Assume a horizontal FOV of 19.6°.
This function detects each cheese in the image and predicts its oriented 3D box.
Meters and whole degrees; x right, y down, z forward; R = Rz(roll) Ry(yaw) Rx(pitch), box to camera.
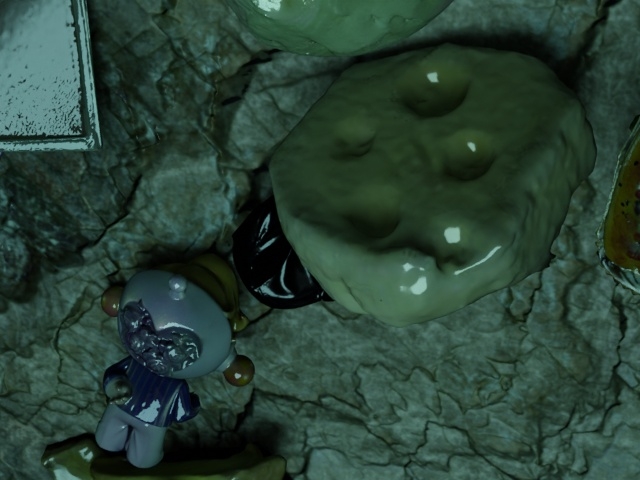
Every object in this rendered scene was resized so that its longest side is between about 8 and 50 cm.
[{"bbox_3d":[0.114,-0.063,1.843,0.326,0.318,0.115,-18,136,6],"label":"cheese"}]

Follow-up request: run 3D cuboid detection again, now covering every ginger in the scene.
[{"bbox_3d":[-0.196,0.412,2.312,0.358,0.211,0.413,10,128,5],"label":"ginger"}]

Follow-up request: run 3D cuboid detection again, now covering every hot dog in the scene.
[{"bbox_3d":[0.365,-0.053,1.794,0.162,0.082,0.270,18,124,2],"label":"hot dog"}]

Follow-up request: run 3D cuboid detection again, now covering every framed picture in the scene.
[{"bbox_3d":[-0.363,-0.189,1.980,0.252,0.014,0.197,-1,107,10],"label":"framed picture"}]

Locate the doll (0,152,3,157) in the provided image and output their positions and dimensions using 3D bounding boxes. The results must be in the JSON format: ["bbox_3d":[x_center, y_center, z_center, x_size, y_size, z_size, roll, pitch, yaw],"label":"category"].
[{"bbox_3d":[-0.436,-0.100,2.071,0.190,0.050,0.115,-34,118,31],"label":"doll"}]

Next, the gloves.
[{"bbox_3d":[0.000,0.000,2.021,0.203,0.124,0.164,-23,129,28],"label":"gloves"}]

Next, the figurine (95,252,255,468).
[{"bbox_3d":[-0.195,0.136,2.147,0.194,0.133,0.274,49,119,2],"label":"figurine"}]

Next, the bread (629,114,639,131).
[{"bbox_3d":[0.476,-0.025,1.916,0.382,0.129,0.366,33,126,-13],"label":"bread"}]

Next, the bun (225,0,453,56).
[{"bbox_3d":[0.013,-0.286,1.774,0.283,0.179,0.283,3,125,4],"label":"bun"}]
